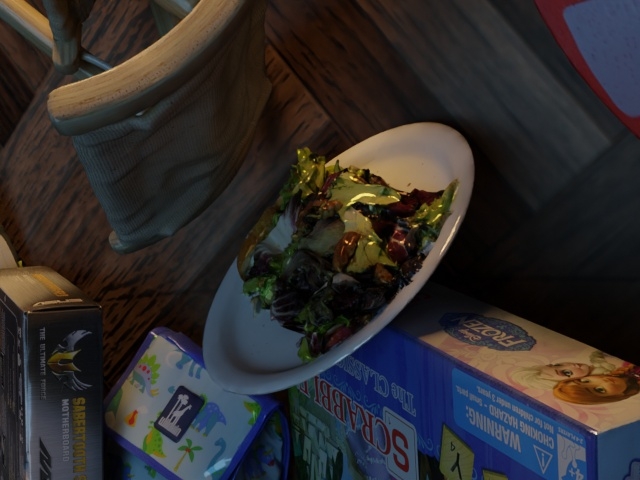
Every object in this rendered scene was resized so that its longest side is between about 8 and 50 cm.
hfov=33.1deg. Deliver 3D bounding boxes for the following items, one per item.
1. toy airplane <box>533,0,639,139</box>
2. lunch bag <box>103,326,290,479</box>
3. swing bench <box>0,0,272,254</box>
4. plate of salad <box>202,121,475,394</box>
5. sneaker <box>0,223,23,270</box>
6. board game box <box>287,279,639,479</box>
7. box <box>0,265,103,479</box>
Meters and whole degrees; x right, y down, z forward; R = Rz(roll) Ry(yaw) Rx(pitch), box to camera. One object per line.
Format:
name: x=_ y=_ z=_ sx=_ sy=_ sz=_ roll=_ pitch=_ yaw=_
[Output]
toy airplane: x=0.103 y=-0.270 z=0.393 sx=0.384 sy=0.272 sz=0.386 roll=56 pitch=144 yaw=33
lunch bag: x=-0.093 y=0.155 z=0.790 sx=0.129 sy=0.096 sz=0.151 roll=27 pitch=110 yaw=32
swing bench: x=-0.116 y=-0.153 z=0.588 sx=0.255 sy=0.165 sz=0.253 roll=56 pitch=168 yaw=7
plate of salad: x=0.000 y=0.000 z=0.615 sx=0.200 sy=0.200 sz=0.048 roll=-21 pitch=124 yaw=38
sneaker: x=-0.347 y=0.122 z=0.926 sx=0.145 sy=0.147 sz=0.385 roll=18 pitch=113 yaw=32
board game box: x=0.079 y=0.191 z=0.600 sx=0.318 sy=0.066 sz=0.318 roll=-158 pitch=59 yaw=-63
box: x=-0.213 y=0.146 z=0.822 sx=0.183 sy=0.056 sz=0.231 roll=-164 pitch=74 yaw=-64
